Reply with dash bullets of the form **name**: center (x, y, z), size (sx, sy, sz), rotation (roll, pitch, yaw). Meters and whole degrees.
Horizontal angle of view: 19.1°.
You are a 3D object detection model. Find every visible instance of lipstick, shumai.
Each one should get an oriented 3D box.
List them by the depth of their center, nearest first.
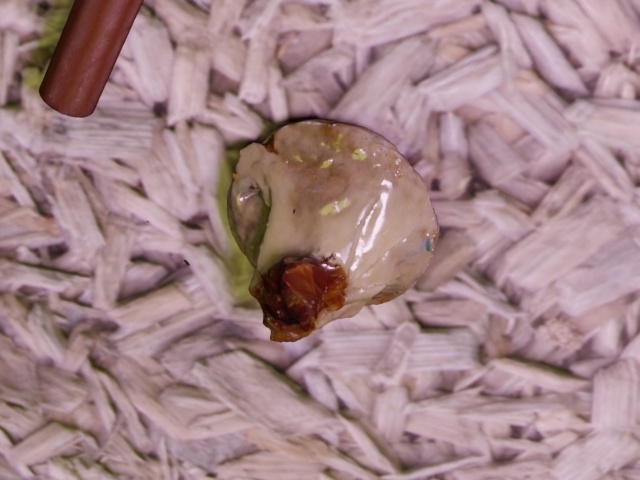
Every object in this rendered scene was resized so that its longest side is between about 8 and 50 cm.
- **lipstick**: center (-0.150, -0.258, 1.578), size (0.057, 0.057, 0.357), rotation (25, 121, -5)
- **shumai**: center (0.000, 0.000, 1.664), size (0.201, 0.120, 0.201), rotation (6, 122, 9)
